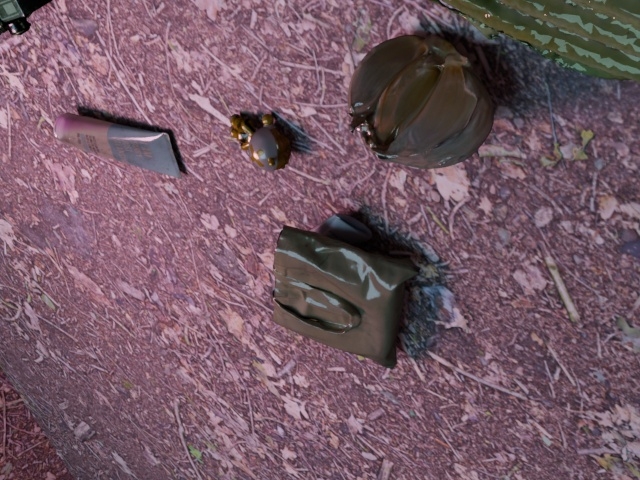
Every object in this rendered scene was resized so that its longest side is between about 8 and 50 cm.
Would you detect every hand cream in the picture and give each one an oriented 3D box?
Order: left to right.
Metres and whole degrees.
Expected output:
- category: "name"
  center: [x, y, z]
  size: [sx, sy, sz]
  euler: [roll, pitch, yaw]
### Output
- category: "hand cream"
  center: [-0.410, -0.195, 2.244]
  size: [0.312, 0.070, 0.111]
  euler: [16, 136, 34]
- category: "hand cream"
  center: [0.000, 0.000, 1.979]
  size: [0.079, 0.048, 0.255]
  euler: [25, 157, -22]

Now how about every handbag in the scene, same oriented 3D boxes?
- category: "handbag"
  center: [0.037, 0.099, 1.972]
  size: [0.253, 0.109, 0.316]
  euler: [18, 147, 9]

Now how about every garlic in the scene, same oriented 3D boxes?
- category: "garlic"
  center: [0.141, -0.174, 1.509]
  size: [0.229, 0.178, 0.143]
  euler: [48, -173, 36]

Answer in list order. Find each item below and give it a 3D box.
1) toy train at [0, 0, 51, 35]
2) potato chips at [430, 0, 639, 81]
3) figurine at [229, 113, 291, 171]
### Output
- category: "toy train"
  center: [-0.607, -0.535, 2.036]
  size: [0.178, 0.138, 0.330]
  euler: [-4, 121, 41]
- category: "potato chips"
  center: [0.253, -0.346, 1.261]
  size: [0.429, 0.070, 0.358]
  euler: [33, 149, 24]
- category: "figurine"
  center: [-0.107, -0.174, 1.901]
  size: [0.143, 0.068, 0.101]
  euler: [55, 145, 19]
